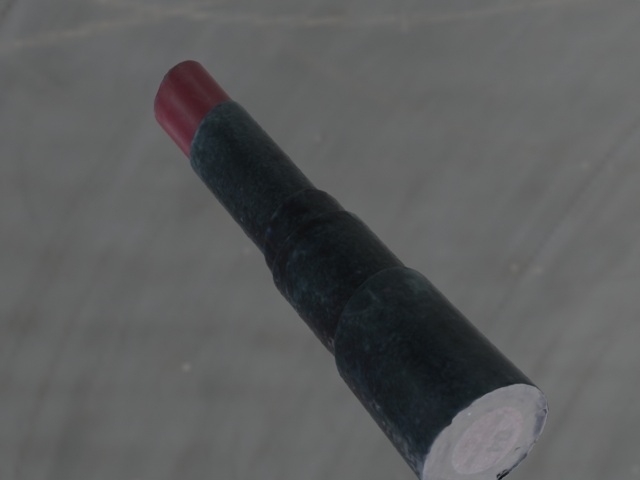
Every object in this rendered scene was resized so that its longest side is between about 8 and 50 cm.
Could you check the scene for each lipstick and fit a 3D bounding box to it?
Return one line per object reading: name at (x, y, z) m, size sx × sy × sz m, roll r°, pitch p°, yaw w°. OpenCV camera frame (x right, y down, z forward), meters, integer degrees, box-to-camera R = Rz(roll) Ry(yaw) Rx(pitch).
lipstick at (0.000, 0.000, 0.767) m, size 0.053 × 0.234 × 0.053 m, roll -22°, pitch 139°, yaw -21°
